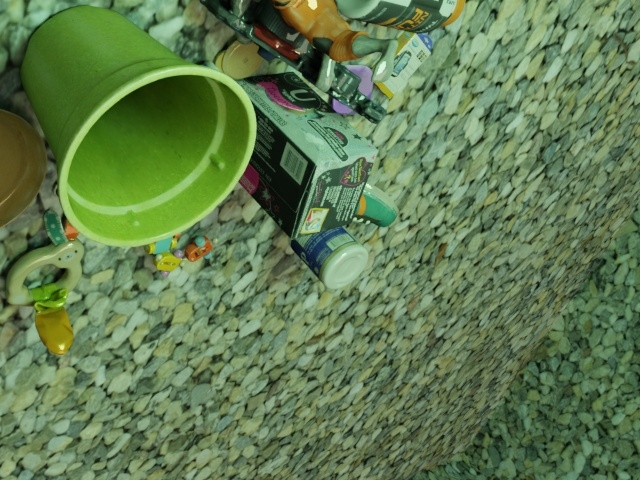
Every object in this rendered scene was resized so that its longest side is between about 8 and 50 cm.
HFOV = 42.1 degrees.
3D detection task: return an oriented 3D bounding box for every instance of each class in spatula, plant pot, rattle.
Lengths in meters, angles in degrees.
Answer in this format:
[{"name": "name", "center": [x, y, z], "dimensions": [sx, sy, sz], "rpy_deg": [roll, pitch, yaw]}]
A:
[{"name": "spatula", "center": [0.040, -0.210, 1.626], "dimensions": [0.084, 0.030, 0.296], "rpy_deg": [-8, 138, -24]}, {"name": "plant pot", "center": [-0.502, -0.095, 1.165], "dimensions": [0.236, 0.032, 0.236], "rpy_deg": [-28, 146, -21]}, {"name": "rattle", "center": [-0.421, 0.061, 1.347], "dimensions": [0.130, 0.143, 0.200], "rpy_deg": [26, 115, -37]}, {"name": "plant pot", "center": [-0.268, -0.177, 1.115], "dimensions": [0.276, 0.254, 0.276], "rpy_deg": [-28, 146, -21]}]

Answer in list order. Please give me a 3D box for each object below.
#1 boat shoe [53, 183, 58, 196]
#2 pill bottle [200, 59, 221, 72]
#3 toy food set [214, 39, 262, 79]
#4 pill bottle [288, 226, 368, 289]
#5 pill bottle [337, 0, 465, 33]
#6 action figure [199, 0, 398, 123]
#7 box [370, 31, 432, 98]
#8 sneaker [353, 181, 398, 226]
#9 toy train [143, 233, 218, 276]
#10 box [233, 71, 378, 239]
[{"name": "boat shoe", "center": [-0.369, -0.068, 1.337], "dimensions": [0.046, 0.038, 0.125], "rpy_deg": [-52, 148, 14]}, {"name": "pill bottle", "center": [-0.203, -0.212, 1.311], "dimensions": [0.137, 0.078, 0.078], "rpy_deg": [-41, 149, -2]}, {"name": "toy food set", "center": [-0.127, -0.296, 1.349], "dimensions": [0.083, 0.020, 0.082], "rpy_deg": [-49, 148, 9]}, {"name": "pill bottle", "center": [0.000, 0.000, 1.687], "dimensions": [0.112, 0.187, 0.112], "rpy_deg": [-28, 145, -22]}, {"name": "pill bottle", "center": [0.140, -0.420, 1.394], "dimensions": [0.245, 0.130, 0.130], "rpy_deg": [-4, 132, -46]}, {"name": "action figure", "center": [0.015, -0.314, 1.217], "dimensions": [0.341, 0.330, 0.179], "rpy_deg": [31, 93, -26]}, {"name": "box", "center": [0.156, -0.345, 1.600], "dimensions": [0.136, 0.028, 0.081], "rpy_deg": [-49, 148, 6]}, {"name": "sneaker", "center": [0.025, -0.077, 1.626], "dimensions": [0.302, 0.108, 0.121], "rpy_deg": [28, 81, -35]}, {"name": "toy train", "center": [-0.264, 0.000, 1.533], "dimensions": [0.125, 0.046, 0.166], "rpy_deg": [-39, 151, -9]}, {"name": "box", "center": [-0.045, -0.150, 1.399], "dimensions": [0.142, 0.247, 0.163], "rpy_deg": [-17, 140, -38]}]
